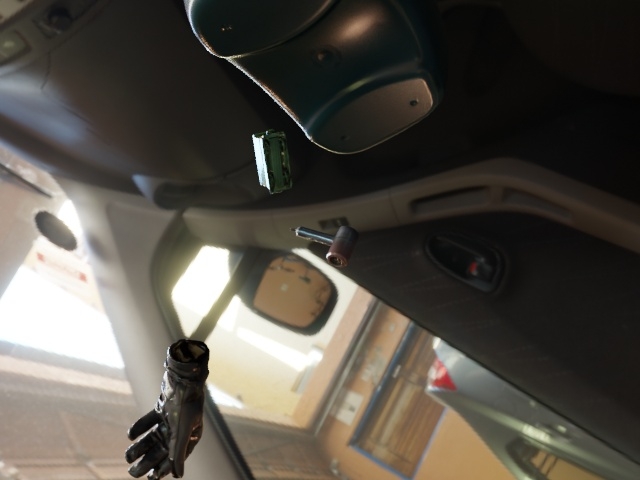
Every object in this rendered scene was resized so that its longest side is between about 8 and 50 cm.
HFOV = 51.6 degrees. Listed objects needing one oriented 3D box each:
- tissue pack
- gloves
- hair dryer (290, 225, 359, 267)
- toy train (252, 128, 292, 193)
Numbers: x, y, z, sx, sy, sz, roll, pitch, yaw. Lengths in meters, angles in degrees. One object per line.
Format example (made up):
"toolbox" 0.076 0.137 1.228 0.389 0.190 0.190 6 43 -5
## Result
"tissue pack" 0.003 -0.250 0.694 0.198 0.206 0.287 -23 142 32
"gloves" -0.266 0.321 1.208 0.119 0.286 0.142 17 -167 -42
"hair dryer" 0.000 0.000 1.088 0.114 0.063 0.037 17 144 15
"toy train" -0.071 -0.116 0.961 0.038 0.093 0.056 -16 -160 -23
